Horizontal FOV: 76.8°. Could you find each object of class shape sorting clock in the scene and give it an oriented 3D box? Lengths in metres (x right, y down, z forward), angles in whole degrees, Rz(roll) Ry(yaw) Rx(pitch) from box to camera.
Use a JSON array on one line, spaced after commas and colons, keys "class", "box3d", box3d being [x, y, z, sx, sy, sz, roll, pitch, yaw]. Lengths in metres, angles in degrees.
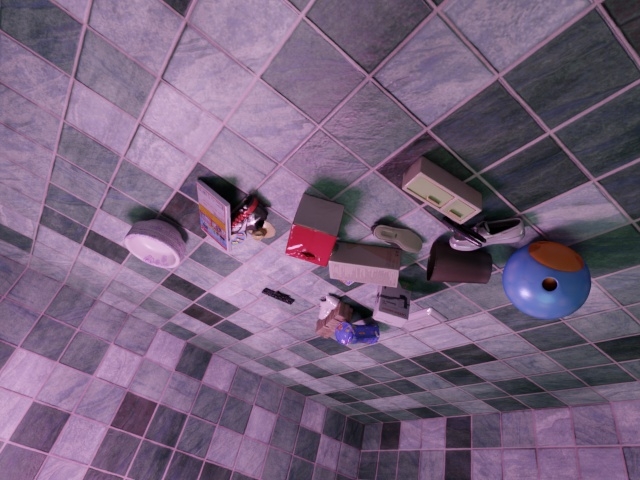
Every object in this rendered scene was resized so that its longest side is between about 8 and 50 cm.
[{"class": "shape sorting clock", "box3d": [-0.459, -0.037, 1.941, 0.206, 0.040, 0.206, 10, 143, 8]}]

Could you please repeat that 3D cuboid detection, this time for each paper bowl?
[{"class": "paper bowl", "box3d": [-0.818, 0.005, 2.037, 0.284, 0.148, 0.284, 10, 142, 7]}]

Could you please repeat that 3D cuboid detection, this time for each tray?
[{"class": "tray", "box3d": [0.538, 0.439, 2.196, 0.145, 0.030, 0.270, 34, 140, -24]}]

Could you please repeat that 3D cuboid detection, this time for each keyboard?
[{"class": "keyboard", "box3d": [-0.247, 0.330, 2.338, 0.192, 0.038, 0.100, 23, 142, -11]}]

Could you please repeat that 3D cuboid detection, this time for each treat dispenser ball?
[{"class": "treat dispenser ball", "box3d": [0.831, 0.146, 1.496, 0.288, 0.288, 0.288, 10, 143, 8]}]

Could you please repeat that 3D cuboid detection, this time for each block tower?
[{"class": "block tower", "box3d": [0.074, 0.472, 2.355, 0.090, 0.097, 0.335, 25, 143, -12]}]

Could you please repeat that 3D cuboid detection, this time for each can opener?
[{"class": "can opener", "box3d": [0.526, -0.038, 1.493, 0.186, 0.059, 0.073, 48, 172, 30]}]

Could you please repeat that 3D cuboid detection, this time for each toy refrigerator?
[{"class": "toy refrigerator", "box3d": [0.423, -0.168, 1.404, 0.269, 0.094, 0.102, 28, 141, -16]}]

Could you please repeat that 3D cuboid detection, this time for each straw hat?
[{"class": "straw hat", "box3d": [-0.285, -0.032, 1.867, 0.144, 0.061, 0.144, 10, 142, 8]}]

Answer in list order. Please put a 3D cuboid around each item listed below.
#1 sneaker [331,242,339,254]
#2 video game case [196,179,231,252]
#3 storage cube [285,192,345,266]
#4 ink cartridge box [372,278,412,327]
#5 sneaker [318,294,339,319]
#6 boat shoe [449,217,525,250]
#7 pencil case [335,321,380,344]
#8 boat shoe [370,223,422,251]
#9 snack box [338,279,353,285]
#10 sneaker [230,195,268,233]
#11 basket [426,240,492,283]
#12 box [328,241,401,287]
[{"class": "sneaker", "box3d": [0.000, 0.000, 1.796, 0.192, 0.086, 0.064, 34, 132, 26]}, {"class": "video game case", "box3d": [-0.463, -0.102, 1.763, 0.204, 0.025, 0.285, 38, 141, 24]}, {"class": "storage cube", "box3d": [-0.022, -0.041, 1.638, 0.183, 0.215, 0.193, 17, 137, -1]}, {"class": "ink cartridge box", "box3d": [0.344, 0.288, 1.922, 0.153, 0.208, 0.087, 17, 143, -2]}, {"class": "sneaker", "box3d": [0.025, 0.364, 2.265, 0.094, 0.080, 0.212, 32, 135, -3]}, {"class": "boat shoe", "box3d": [0.618, -0.030, 1.512, 0.267, 0.096, 0.088, -7, 134, 25]}, {"class": "pencil case", "box3d": [0.216, 0.519, 2.250, 0.133, 0.120, 0.306, 1, 171, 41]}, {"class": "boat shoe", "box3d": [0.317, -0.014, 1.675, 0.233, 0.084, 0.079, 19, -178, -15]}, {"class": "snack box", "box3d": [0.163, 0.169, 1.992, 0.064, 0.022, 0.178, 26, 142, -16]}, {"class": "sneaker", "box3d": [-0.327, -0.081, 1.780, 0.135, 0.098, 0.276, 34, 135, -22]}, {"class": "basket", "box3d": [0.568, 0.101, 1.657, 0.226, 0.154, 0.204, 8, 144, 5]}, {"class": "box", "box3d": [0.199, 0.107, 1.816, 0.311, 0.121, 0.148, 8, 143, 10]}]
